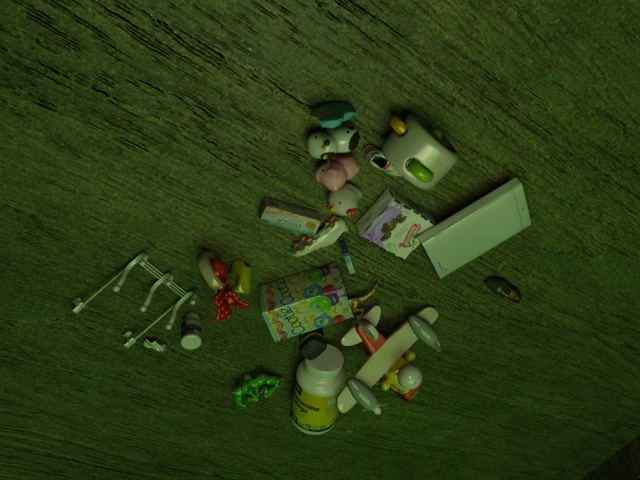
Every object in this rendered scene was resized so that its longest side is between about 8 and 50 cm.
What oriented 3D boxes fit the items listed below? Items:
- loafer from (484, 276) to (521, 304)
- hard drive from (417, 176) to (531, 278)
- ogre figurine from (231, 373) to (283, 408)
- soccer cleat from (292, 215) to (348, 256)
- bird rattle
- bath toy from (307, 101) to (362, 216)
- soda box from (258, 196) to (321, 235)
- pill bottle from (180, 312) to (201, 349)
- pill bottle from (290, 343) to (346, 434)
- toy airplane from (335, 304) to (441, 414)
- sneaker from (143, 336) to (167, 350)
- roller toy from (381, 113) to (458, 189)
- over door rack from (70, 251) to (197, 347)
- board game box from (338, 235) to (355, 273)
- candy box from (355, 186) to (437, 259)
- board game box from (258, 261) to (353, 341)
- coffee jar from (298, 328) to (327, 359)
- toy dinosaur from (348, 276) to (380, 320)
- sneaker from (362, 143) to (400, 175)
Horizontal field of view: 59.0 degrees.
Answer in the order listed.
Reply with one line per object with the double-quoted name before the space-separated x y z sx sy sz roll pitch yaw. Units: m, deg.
"loafer" 0.669 0.182 2.054 0.170 0.061 0.062 22 120 -24
"hard drive" 0.502 -0.032 1.827 0.353 0.047 0.233 -31 139 6
"ogre figurine" -0.246 0.558 2.128 0.196 0.097 0.118 -15 140 14
"soccer cleat" 0.000 0.000 1.785 0.196 0.068 0.076 -35 128 11
"bird rattle" -0.311 0.128 1.718 0.143 0.253 0.207 -33 101 13
"bath toy" 0.049 -0.208 1.602 0.151 0.129 0.348 -12 128 -3
"soda box" -0.093 -0.072 1.716 0.183 0.058 0.063 15 122 -20
"pill bottle" -0.429 0.298 1.881 0.067 0.120 0.067 -5 127 -7
"pill bottle" -0.008 0.551 2.111 0.187 0.188 0.334 1 125 -12
"toy airplane" 0.250 0.422 2.008 0.384 0.272 0.387 5 103 -35
"sneaker" -0.567 0.357 1.953 0.083 0.032 0.037 16 121 -22
"roller toy" 0.280 -0.253 1.577 0.146 0.209 0.191 -48 156 23
"over door rack" -0.590 0.209 1.793 0.324 0.108 0.239 -34 124 14
"board game box" 0.083 0.046 1.818 0.020 0.090 0.090 -18 128 1
"candy box" 0.240 -0.050 1.791 0.196 0.070 0.165 27 116 -28
"board game box" -0.049 0.201 1.872 0.275 0.144 0.142 -18 127 1
"coffee jar" -0.035 0.314 1.932 0.079 0.184 0.096 29 115 -28
"toy dinosaur" 0.123 0.216 1.969 0.211 0.064 0.112 -17 126 1
"sneaker" 0.194 -0.219 1.654 0.161 0.075 0.057 26 117 -26
